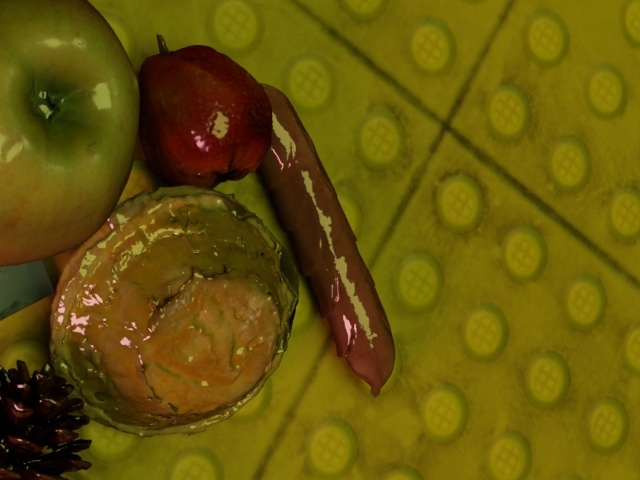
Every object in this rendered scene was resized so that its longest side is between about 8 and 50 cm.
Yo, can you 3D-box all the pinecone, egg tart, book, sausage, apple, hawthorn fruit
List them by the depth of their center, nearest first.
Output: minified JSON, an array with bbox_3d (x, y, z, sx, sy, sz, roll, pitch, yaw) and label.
[{"bbox_3d":[-0.351,-0.137,1.763,0.338,0.305,0.338,2,86,-30],"label":"apple"},{"bbox_3d":[-0.345,0.224,1.819,0.208,0.208,0.207,1,88,-30],"label":"pinecone"},{"bbox_3d":[-0.385,0.044,1.903,0.135,0.017,0.103,-29,105,-27],"label":"book"},{"bbox_3d":[-0.154,0.098,1.929,0.341,0.132,0.341,-14,116,-31],"label":"egg tart"},{"bbox_3d":[-0.141,-0.147,1.975,0.173,0.179,0.173,-25,141,-22],"label":"hawthorn fruit"},{"bbox_3d":[0.002,-0.001,2.094,0.088,0.088,0.433,-28,103,-28],"label":"sausage"}]
